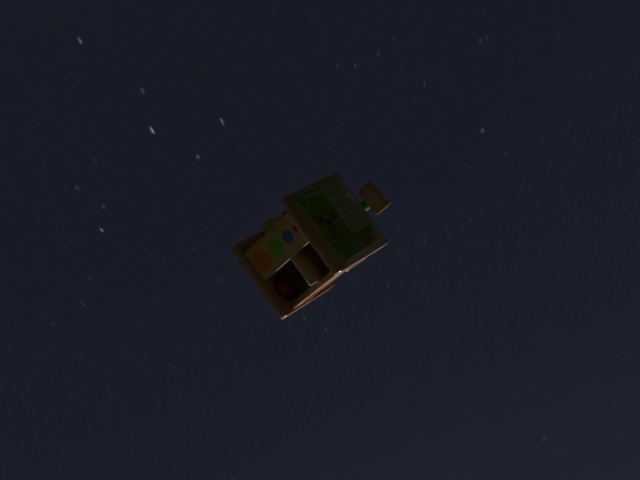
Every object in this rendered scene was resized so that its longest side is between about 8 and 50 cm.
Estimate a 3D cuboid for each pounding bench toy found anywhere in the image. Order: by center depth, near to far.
[{"bbox_3d":[0.000,0.000,0.599,0.052,0.065,0.083,54,-140,6],"label":"pounding bench toy"}]
